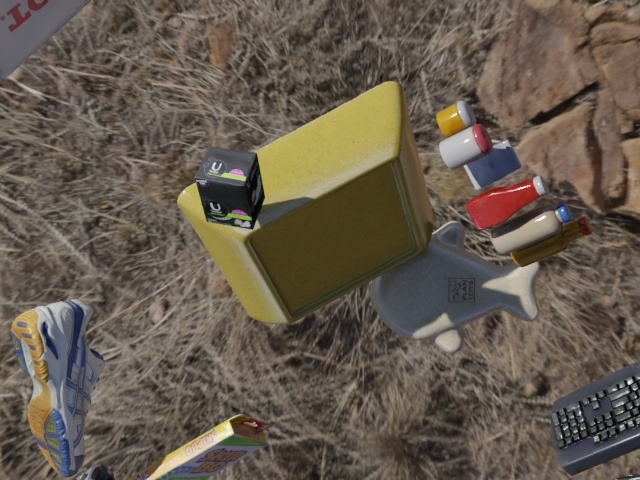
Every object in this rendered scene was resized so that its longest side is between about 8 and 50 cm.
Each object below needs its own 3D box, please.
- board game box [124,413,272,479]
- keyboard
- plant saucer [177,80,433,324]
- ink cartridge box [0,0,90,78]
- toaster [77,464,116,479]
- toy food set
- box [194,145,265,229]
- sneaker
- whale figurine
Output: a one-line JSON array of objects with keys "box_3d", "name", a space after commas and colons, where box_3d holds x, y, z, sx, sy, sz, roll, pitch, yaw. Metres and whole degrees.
[{"box_3d": [-0.211, 0.383, 1.490, 0.259, 0.124, 0.039, -34, 59, 10], "name": "board game box"}, {"box_3d": [0.473, 0.249, 1.195, 0.317, 0.202, 0.033, -34, 131, 26], "name": "keyboard"}, {"box_3d": [0.012, -0.019, 1.207, 0.332, 0.333, 0.081, -28, 52, -3], "name": "plant saucer"}, {"box_3d": [-0.165, -0.252, 0.393, 0.121, 0.289, 0.211, 33, 70, 20], "name": "ink cartridge box"}, {"box_3d": [-0.443, 0.577, 1.721, 0.146, 0.129, 0.227, -36, 103, 4], "name": "toaster"}, {"box_3d": [0.237, -0.075, 1.061, 0.104, 0.111, 0.232, -25, 97, 28], "name": "toy food set"}, {"box_3d": [-0.104, -0.061, 0.997, 0.062, 0.083, 0.052, 10, 54, 11], "name": "box"}, {"box_3d": [-0.398, 0.238, 1.380, 0.111, 0.131, 0.297, 17, 117, 39], "name": "sneaker"}, {"box_3d": [0.222, 0.076, 1.417, 0.271, 0.141, 0.217, -1, 91, 11], "name": "whale figurine"}]
